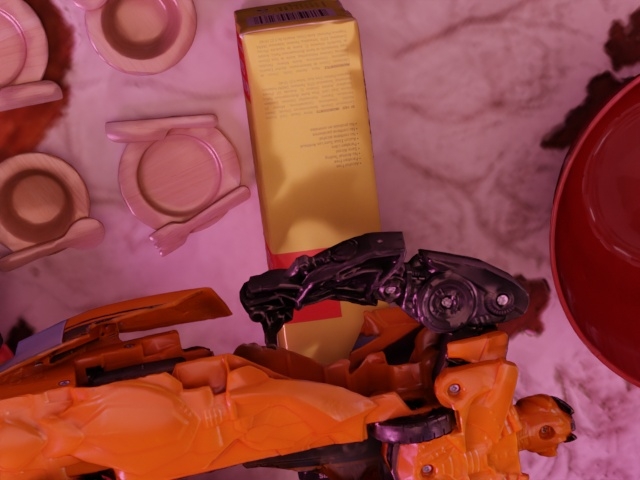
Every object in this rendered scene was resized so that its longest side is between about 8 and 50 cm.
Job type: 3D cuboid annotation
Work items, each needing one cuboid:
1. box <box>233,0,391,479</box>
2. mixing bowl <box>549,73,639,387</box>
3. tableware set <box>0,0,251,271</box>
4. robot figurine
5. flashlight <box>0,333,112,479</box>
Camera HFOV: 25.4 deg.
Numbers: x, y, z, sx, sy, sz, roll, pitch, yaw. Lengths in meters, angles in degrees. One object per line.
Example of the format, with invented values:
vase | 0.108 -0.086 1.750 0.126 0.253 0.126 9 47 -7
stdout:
box | 0.000 0.000 0.716 0.058 0.087 0.232 -7 108 -4
mixing bowl | 0.192 -0.019 0.723 0.181 0.098 0.181 -2 107 -6
tableware set | -0.119 -0.064 0.718 0.141 0.020 0.168 -16 107 -1
robot figurine | -0.029 0.103 0.649 0.291 0.085 0.211 -10 107 -7
flashlight | -0.127 0.117 0.728 0.103 0.103 0.304 -38 107 7
